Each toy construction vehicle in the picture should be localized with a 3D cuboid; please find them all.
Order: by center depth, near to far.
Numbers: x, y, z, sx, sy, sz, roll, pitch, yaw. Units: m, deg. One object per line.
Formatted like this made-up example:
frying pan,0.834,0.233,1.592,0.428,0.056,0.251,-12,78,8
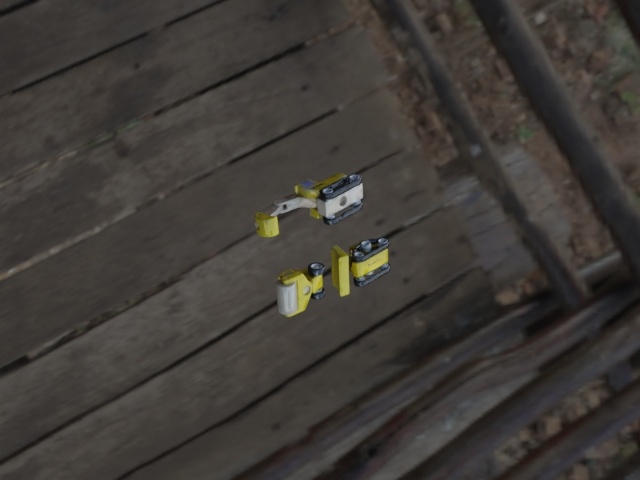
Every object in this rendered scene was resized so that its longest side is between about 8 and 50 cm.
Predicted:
toy construction vehicle,0.000,0.000,0.948,0.098,0.035,0.086,-30,129,-33
